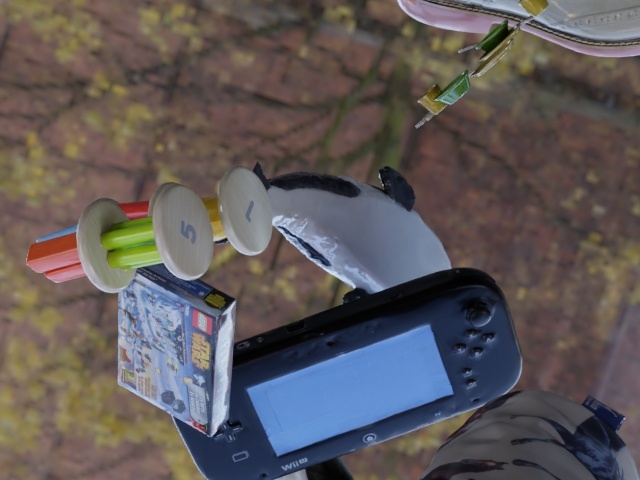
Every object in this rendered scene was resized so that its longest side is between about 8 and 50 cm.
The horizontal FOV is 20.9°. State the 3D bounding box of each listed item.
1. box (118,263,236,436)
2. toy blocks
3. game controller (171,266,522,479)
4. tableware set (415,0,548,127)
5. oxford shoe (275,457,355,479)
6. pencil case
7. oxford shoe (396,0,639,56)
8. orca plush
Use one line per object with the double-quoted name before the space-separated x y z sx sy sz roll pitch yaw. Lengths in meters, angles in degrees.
"box" -0.112 0.079 1.336 0.094 0.137 0.027 28 -133 21
"toy blocks" -0.119 0.001 1.001 0.148 0.054 0.123 -11 -175 29
"game controller" 0.026 0.129 1.586 0.319 0.166 0.067 -19 -146 2
"tableware set" 0.137 -0.160 1.479 0.024 0.154 0.104 47 158 -5
"oxford shoe" 0.039 0.352 1.793 0.449 0.130 0.169 60 -168 -13
"pencil case" 0.137 0.243 1.289 0.183 0.160 0.410 6 -165 18
"oxford shoe" 0.259 -0.289 1.798 0.397 0.140 0.146 4 147 14
"orca plush" 0.000 0.000 1.719 0.287 0.151 0.102 2 179 -42
